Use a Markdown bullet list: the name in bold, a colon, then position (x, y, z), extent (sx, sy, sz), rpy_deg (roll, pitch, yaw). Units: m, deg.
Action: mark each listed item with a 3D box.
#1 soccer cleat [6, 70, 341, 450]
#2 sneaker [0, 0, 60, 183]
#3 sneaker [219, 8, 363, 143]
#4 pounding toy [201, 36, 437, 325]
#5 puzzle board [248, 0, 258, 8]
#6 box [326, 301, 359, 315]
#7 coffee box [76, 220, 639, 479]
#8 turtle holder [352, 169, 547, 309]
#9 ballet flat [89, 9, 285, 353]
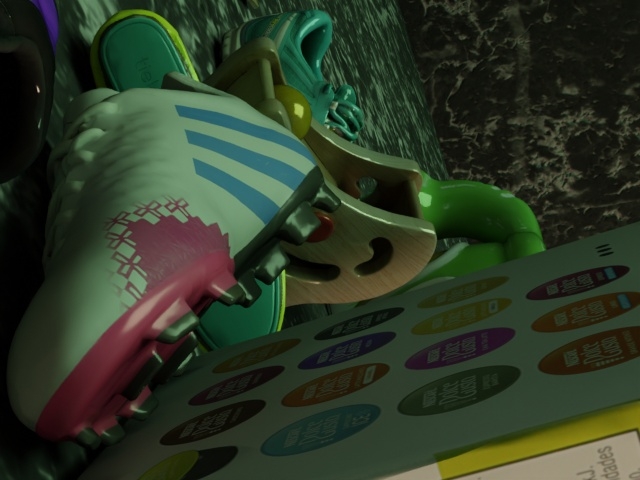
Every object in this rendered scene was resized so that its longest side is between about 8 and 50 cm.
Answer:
- **soccer cleat**: position (-0.098, -0.006, 0.736), extent (0.143, 0.116, 0.331), rpy_deg (40, 21, 2)
- **sneaker**: position (-0.166, -0.114, 0.515), extent (0.293, 0.102, 0.146), rpy_deg (54, 21, -59)
- **sneaker**: position (-0.016, -0.090, 1.254), extent (0.107, 0.110, 0.275), rpy_deg (55, 20, -58)
- **pounding toy**: position (0.000, 0.000, 1.049), extent (0.269, 0.154, 0.155), rpy_deg (60, 15, -46)
- **puzzle board**: position (-0.097, -0.308, 1.499), extent (0.096, 0.011, 0.128), rpy_deg (37, 35, -70)
- **box**: position (0.077, 0.120, 1.535), extent (0.322, 0.058, 0.232), rpy_deg (56, 19, -61)
- **coffee box**: position (0.099, 0.206, 0.690), extent (0.337, 0.334, 0.338), rpy_deg (-54, 127, -79)
- **turtle holder**: position (0.115, 0.099, 1.193), extent (0.243, 0.227, 0.320), rpy_deg (-47, 127, -83)
- **ballet flat**: position (-0.083, -0.033, 0.923), extent (0.077, 0.077, 0.231), rpy_deg (176, -108, -77)
